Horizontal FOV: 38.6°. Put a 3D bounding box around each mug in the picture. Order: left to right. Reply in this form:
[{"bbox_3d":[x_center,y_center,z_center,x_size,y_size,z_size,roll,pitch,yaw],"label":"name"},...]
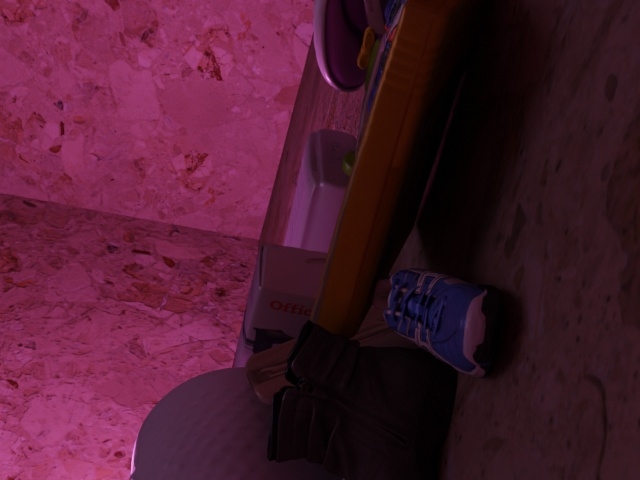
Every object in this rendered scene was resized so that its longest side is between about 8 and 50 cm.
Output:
[{"bbox_3d":[-0.053,0.306,1.039,0.374,0.276,0.328,-47,19,9],"label":"mug"}]

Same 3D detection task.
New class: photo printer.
[{"bbox_3d":[0.000,0.000,1.519,0.256,0.107,0.307,-94,16,-64],"label":"photo printer"}]

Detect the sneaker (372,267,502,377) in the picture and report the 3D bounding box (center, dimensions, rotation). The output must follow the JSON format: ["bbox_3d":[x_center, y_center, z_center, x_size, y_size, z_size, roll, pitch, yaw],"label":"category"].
[{"bbox_3d":[0.097,0.067,0.782,0.211,0.081,0.080,-176,97,-83],"label":"sneaker"}]

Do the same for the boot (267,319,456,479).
[{"bbox_3d":[0.024,0.204,0.835,0.083,0.161,0.246,142,138,-79],"label":"boot"}]

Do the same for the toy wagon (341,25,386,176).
[{"bbox_3d":[0.091,-0.190,1.253,0.344,0.068,0.267,-88,11,-52],"label":"toy wagon"}]

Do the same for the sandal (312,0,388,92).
[{"bbox_3d":[0.092,-0.423,1.403,0.102,0.169,0.416,31,117,39],"label":"sandal"}]

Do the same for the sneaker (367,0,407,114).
[{"bbox_3d":[0.108,-0.232,1.040,0.087,0.083,0.221,45,118,48],"label":"sneaker"}]

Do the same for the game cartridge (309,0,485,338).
[{"bbox_3d":[0.088,-0.102,0.903,0.285,0.053,0.323,-54,-16,-59],"label":"game cartridge"}]

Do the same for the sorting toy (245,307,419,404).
[{"bbox_3d":[0.015,0.129,1.011,0.208,0.193,0.038,-173,62,-81],"label":"sorting toy"}]

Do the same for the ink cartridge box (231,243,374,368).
[{"bbox_3d":[-0.021,0.137,1.229,0.100,0.172,0.237,-91,14,-55],"label":"ink cartridge box"}]
